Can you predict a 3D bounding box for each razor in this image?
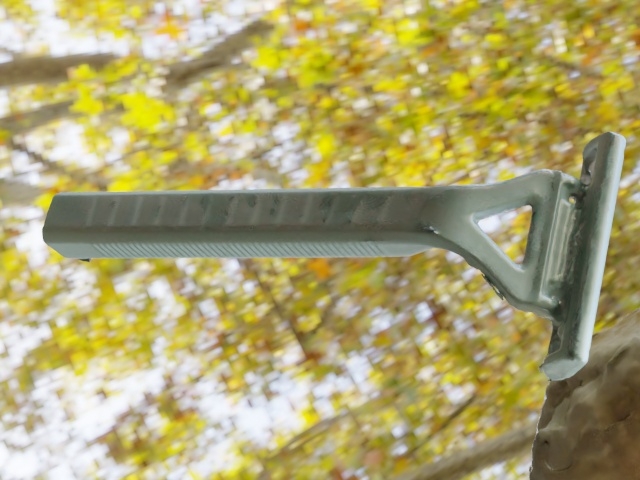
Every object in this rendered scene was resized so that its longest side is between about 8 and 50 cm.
[{"bbox_3d":[-0.005,-0.005,0.892,0.278,0.056,0.111,3,-115,23],"label":"razor"}]

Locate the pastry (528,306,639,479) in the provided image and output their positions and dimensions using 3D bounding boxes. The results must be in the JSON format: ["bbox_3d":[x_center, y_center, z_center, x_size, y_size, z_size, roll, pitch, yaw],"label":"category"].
[{"bbox_3d":[0.281,0.151,1.239,0.330,0.136,0.329,2,-63,4],"label":"pastry"}]
